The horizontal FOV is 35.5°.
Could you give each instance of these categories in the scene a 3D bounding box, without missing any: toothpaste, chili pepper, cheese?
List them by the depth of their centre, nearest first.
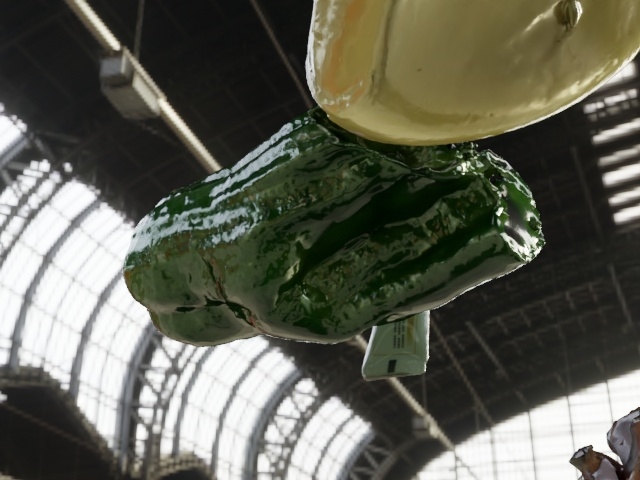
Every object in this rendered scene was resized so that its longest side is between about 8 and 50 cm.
[{"bbox_3d":[0.141,-0.195,0.734,0.316,0.128,0.259,-9,-53,-36],"label":"cheese"},{"bbox_3d":[-0.003,0.006,0.912,0.385,0.167,0.213,-15,-36,25],"label":"chili pepper"},{"bbox_3d":[0.089,0.034,1.040,0.067,0.255,0.037,-7,-41,23],"label":"toothpaste"}]

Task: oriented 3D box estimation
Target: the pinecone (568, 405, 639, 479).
[{"bbox_3d":[0.213,0.175,0.516,0.221,0.221,0.221,0,-27,0],"label":"pinecone"}]
